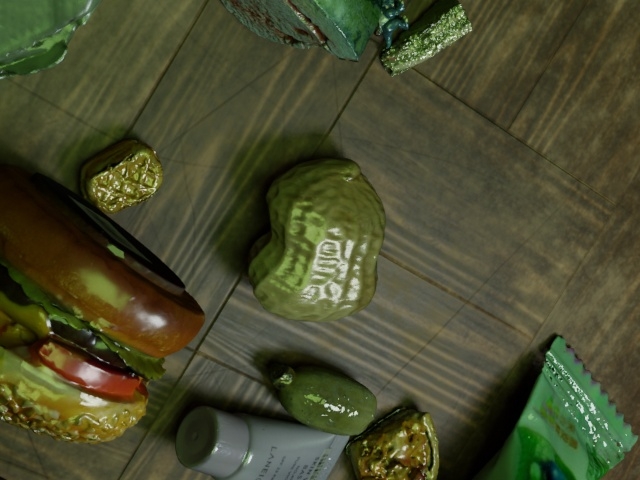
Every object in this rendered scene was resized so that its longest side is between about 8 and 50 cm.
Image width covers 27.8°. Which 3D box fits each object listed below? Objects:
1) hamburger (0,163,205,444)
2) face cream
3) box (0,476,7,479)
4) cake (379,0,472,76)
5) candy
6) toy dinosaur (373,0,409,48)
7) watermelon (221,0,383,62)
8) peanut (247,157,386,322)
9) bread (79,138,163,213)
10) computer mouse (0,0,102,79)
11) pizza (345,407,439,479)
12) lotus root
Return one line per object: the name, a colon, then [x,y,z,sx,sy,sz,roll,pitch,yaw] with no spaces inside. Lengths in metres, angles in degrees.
hamburger: [-0.321,0.088,1.551,0.330,0.330,0.250,39,90,-30]
face cream: [-0.083,0.315,1.876,0.274,0.096,0.154,25,93,-42]
box: [-0.451,0.428,1.744,0.310,0.084,0.198,37,91,-30]
cake: [0.147,-0.278,1.784,0.140,0.055,0.051,-42,125,-4]
candy: [0.340,0.378,2.041,0.398,0.172,0.263,-49,125,-16]
toy dinosaur: [0.091,-0.305,1.760,0.047,0.030,0.083,-21,114,-15]
watermelon: [-0.036,-0.357,1.642,0.213,0.201,0.261,41,46,-28]
peanut: [0.000,0.000,1.782,0.197,0.110,0.233,6,107,-26]
bread: [-0.257,-0.080,1.676,0.111,0.044,0.083,-30,119,-15]
computer mouse: [-0.442,-0.286,1.470,0.429,0.145,0.228,-20,123,-3]
pizza: [0.099,0.399,1.980,0.161,0.085,0.305,16,99,-27]
lotus root: [0.002,0.230,1.880,0.183,0.077,0.090,29,94,-31]
